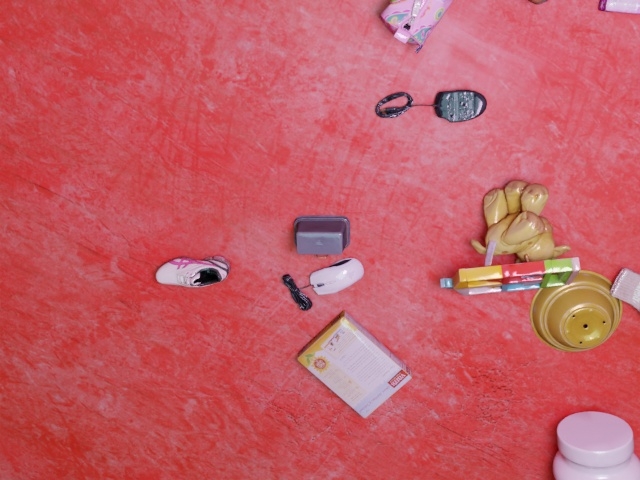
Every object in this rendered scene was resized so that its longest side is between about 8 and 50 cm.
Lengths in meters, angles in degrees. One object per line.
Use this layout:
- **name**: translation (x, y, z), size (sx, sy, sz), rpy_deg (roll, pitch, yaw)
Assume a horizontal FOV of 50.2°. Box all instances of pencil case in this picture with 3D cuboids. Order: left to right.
- **pencil case**: translation (0.235, -0.532, 1.386), size (0.124, 0.124, 0.284), rpy_deg (34, 107, -7)

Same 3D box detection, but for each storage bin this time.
- **storage bin**: translation (0.000, 0.000, 1.597), size (0.135, 0.091, 0.098), rpy_deg (1, 108, 5)

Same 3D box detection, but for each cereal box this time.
- **cereal box**: translation (0.086, 0.313, 1.717), size (0.240, 0.047, 0.173), rpy_deg (43, 106, -10)

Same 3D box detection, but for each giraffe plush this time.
- **giraffe plush**: translation (0.463, -0.012, 1.530), size (0.171, 0.181, 0.210), rpy_deg (24, 89, -27)

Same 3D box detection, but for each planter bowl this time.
- **planter bowl**: translation (0.614, 0.185, 1.611), size (0.217, 0.090, 0.217), rpy_deg (1, 108, 4)

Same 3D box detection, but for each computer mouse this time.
- **computer mouse**: translation (0.012, 0.098, 1.654), size (0.193, 0.042, 0.106), rpy_deg (-23, 104, 12)
- **computer mouse**: translation (0.244, -0.296, 1.512), size (0.242, 0.041, 0.071), rpy_deg (2, 100, 11)

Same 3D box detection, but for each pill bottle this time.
- **pill bottle**: translation (0.687, 0.623, 1.688), size (0.210, 0.210, 0.362), rpy_deg (-9, 107, 7)

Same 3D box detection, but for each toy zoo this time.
- **toy zoo**: translation (0.419, 0.086, 1.539), size (0.294, 0.192, 0.030), rpy_deg (-7, 75, 11)

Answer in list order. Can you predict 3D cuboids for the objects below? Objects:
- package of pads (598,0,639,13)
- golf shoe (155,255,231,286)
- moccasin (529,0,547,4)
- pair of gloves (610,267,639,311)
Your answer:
- **package of pads**: translation (0.622, -0.485, 1.407), size (0.083, 0.050, 0.031), rpy_deg (6, 109, 2)
- **golf shoe**: translation (-0.314, 0.079, 1.651), size (0.186, 0.086, 0.067), rpy_deg (-8, 109, 8)
- **moccasin**: translation (0.515, -0.647, 1.327), size (0.147, 0.139, 0.380), rpy_deg (39, 116, -18)
- **pair of gloves**: translation (0.813, 0.082, 1.570), size (0.204, 0.042, 0.240), rpy_deg (33, 100, -7)
